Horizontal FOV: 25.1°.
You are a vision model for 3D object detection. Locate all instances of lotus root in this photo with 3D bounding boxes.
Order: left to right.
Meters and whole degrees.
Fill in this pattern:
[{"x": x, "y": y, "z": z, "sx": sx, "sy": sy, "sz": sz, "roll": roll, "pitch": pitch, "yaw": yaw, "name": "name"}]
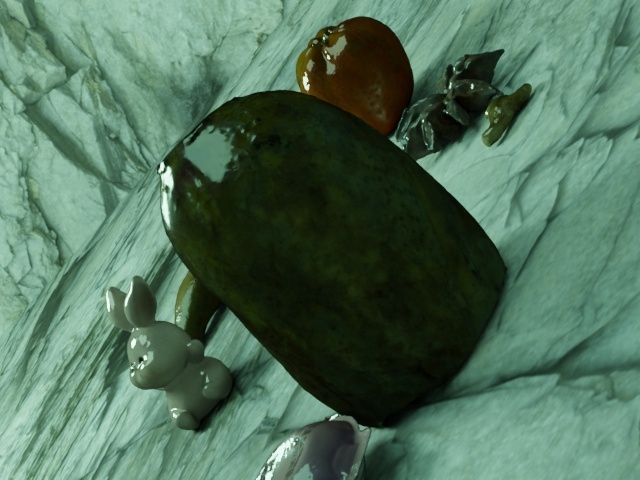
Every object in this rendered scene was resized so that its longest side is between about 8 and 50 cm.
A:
[{"x": 0.000, "y": 0.000, "z": 1.451, "sx": 0.250, "sy": 0.346, "sz": 0.250, "roll": -48, "pitch": 8, "yaw": 9, "name": "lotus root"}]

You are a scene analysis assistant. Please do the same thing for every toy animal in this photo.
[{"x": -0.224, "y": 0.156, "z": 1.951, "sx": 0.124, "sy": 0.212, "sz": 0.124, "roll": -46, "pitch": 9, "yaw": 10, "name": "toy animal"}]

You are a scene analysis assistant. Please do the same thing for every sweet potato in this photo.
[{"x": -0.183, "y": 0.090, "z": 2.237, "sx": 0.077, "sy": 0.077, "sz": 0.244, "roll": -36, "pitch": 25, "yaw": 42, "name": "sweet potato"}]

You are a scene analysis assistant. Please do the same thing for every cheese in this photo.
[{"x": -0.039, "y": 0.267, "z": 1.432, "sx": 0.286, "sy": 0.074, "sz": 0.189, "roll": -42, "pitch": 17, "yaw": 40, "name": "cheese"}]

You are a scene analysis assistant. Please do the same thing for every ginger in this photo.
[{"x": 0.218, "y": -0.156, "z": 1.738, "sx": 0.097, "sy": 0.030, "sz": 0.048, "roll": -53, "pitch": 17, "yaw": -14, "name": "ginger"}]

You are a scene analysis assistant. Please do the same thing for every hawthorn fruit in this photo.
[{"x": 0.050, "y": -0.233, "z": 2.121, "sx": 0.189, "sy": 0.189, "sz": 0.189, "roll": -46, "pitch": 16, "yaw": 18, "name": "hawthorn fruit"}]

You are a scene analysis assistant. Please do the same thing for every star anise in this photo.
[{"x": 0.170, "y": -0.184, "z": 1.876, "sx": 0.182, "sy": 0.065, "sz": 0.195, "roll": -41, "pitch": 14, "yaw": 28, "name": "star anise"}]
